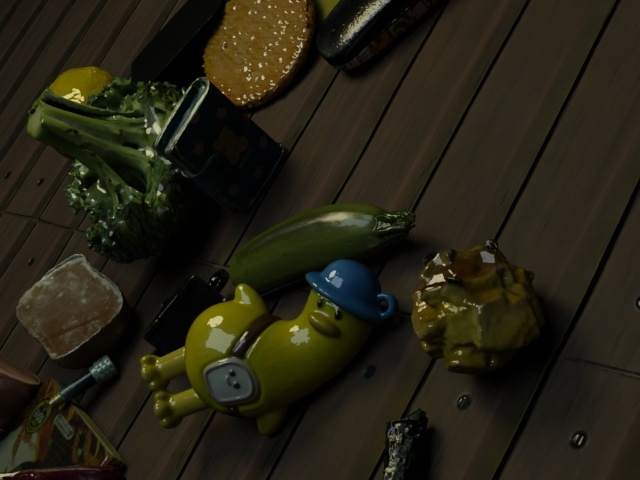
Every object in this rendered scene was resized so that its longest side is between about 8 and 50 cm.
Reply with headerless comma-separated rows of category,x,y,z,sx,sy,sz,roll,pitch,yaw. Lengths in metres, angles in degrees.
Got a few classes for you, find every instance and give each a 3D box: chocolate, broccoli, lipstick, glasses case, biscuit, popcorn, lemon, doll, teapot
chocolate,-0.397,0.128,1.928,0.157,0.080,0.254,-41,35,-13
broccoli,-0.335,-0.110,1.922,0.249,0.302,0.375,111,163,-51
lipstick,-0.373,0.224,1.820,0.116,0.037,0.037,-34,34,-10
glasses case,0.124,-0.394,1.830,0.321,0.082,0.122,-41,35,14
biscuit,-0.106,-0.344,2.029,0.254,0.035,0.254,-17,63,36
popcorn,0.173,0.077,1.316,0.148,0.152,0.167,-20,36,-5
lemon,-0.446,-0.243,2.237,0.180,0.180,0.193,-18,25,37
doll,-0.061,0.145,1.522,0.363,0.145,0.199,-23,82,20
teapot,-0.195,0.114,1.727,0.177,0.087,0.096,-52,13,-2

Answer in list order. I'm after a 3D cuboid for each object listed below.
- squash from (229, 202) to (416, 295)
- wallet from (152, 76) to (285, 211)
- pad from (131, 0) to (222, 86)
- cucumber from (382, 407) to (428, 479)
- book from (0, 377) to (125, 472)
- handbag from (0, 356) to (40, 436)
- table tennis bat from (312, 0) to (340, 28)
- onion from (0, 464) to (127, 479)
squash,0.000,0.000,1.609,0.341,0.094,0.094,-20,45,39
wallet,-0.152,-0.140,1.800,0.059,0.202,0.141,27,81,43
pad,-0.241,-0.402,2.256,0.315,0.063,0.375,-47,21,9
cucumber,0.091,0.273,1.300,0.053,0.053,0.181,-19,49,36
book,-0.489,0.439,1.779,0.428,0.039,0.300,-53,36,-5
handbag,-0.569,0.243,1.929,0.116,0.179,0.205,-63,20,-7
table tennis bat,-0.040,-0.438,2.079,0.368,0.054,0.224,-22,48,28
onion,-0.391,0.426,1.493,0.336,0.282,0.260,-15,68,27
